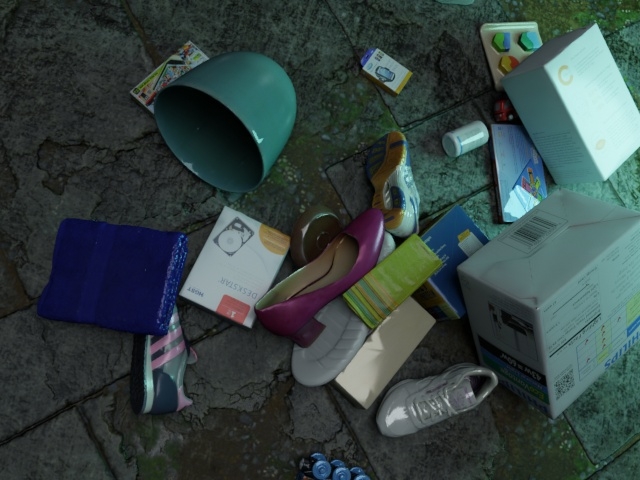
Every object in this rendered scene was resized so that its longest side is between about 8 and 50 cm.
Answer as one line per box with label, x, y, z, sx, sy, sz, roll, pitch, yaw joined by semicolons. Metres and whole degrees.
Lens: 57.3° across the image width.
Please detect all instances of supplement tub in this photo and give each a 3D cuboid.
supplement tub;0.388;-0.273;1.573;0.107;0.071;0.071;-24;83;-16

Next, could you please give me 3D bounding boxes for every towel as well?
towel;0.165;0.089;1.318;0.237;0.021;0.102;-39;84;-19
towel;-0.439;0.076;1.254;0.308;0.076;0.228;6;77;17

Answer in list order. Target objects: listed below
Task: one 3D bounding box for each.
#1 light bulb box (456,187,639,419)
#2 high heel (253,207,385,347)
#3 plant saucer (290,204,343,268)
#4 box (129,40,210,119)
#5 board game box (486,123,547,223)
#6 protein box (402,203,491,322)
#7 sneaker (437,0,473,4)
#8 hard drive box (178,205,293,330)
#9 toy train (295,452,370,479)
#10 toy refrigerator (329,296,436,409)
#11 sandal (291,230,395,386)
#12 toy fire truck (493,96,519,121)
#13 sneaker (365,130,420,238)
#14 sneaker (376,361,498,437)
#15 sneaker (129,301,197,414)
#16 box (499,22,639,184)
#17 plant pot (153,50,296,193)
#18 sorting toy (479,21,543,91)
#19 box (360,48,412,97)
light bulb box;0.542;0.139;1.343;0.358;0.225;0.361;-34;126;-18
high heel;0.009;0.054;1.307;0.181;0.127;0.377;44;71;-44
plant saucer;0.000;0.000;1.394;0.168;0.029;0.168;-14;111;-42
box;-0.357;-0.390;1.456;0.114;0.036;0.207;41;72;-1
board game box;0.543;-0.184;1.609;0.145;0.027;0.281;-1;77;-11
protein box;0.312;0.059;1.443;0.200;0.136;0.201;-41;88;-17
sneaker;0.379;-0.727;1.691;0.134;0.051;0.070;2;75;-15
hard drive box;-0.193;0.067;1.356;0.181;0.089;0.232;25;73;-5
toy train;0.030;0.546;1.300;0.184;0.080;0.105;23;82;-9
toy refrigerator;0.142;0.260;1.382;0.102;0.094;0.269;42;70;0
sandal;0.080;0.165;1.381;0.102;0.169;0.416;45;68;-42
toy fire truck;0.564;-0.416;1.636;0.192;0.047;0.135;-18;101;-15
sneaker;0.193;-0.137;1.493;0.131;0.112;0.296;36;49;-44
sneaker;0.269;0.361;1.355;0.305;0.152;0.114;-23;85;-15
sneaker;-0.338;0.221;1.296;0.131;0.112;0.319;13;71;-34
box;0.675;-0.351;1.554;0.215;0.168;0.345;-39;106;-18
plant pot;-0.191;-0.294;1.351;0.293;0.293;0.235;37;57;-2
sorting toy;0.571;-0.537;1.693;0.193;0.038;0.208;-7;79;-14
box;0.173;-0.461;1.594;0.136;0.028;0.081;34;72;0
